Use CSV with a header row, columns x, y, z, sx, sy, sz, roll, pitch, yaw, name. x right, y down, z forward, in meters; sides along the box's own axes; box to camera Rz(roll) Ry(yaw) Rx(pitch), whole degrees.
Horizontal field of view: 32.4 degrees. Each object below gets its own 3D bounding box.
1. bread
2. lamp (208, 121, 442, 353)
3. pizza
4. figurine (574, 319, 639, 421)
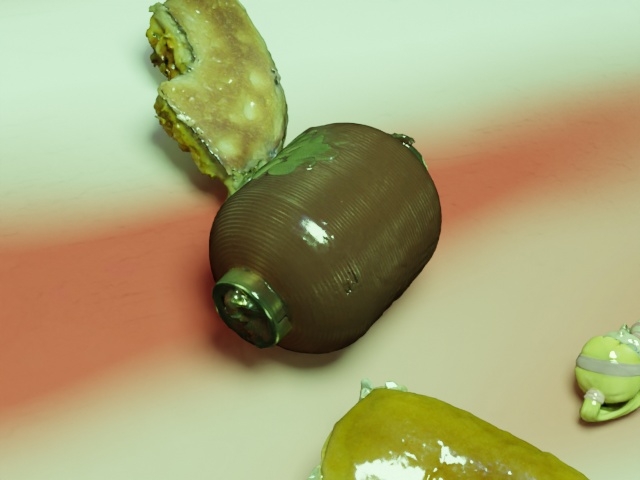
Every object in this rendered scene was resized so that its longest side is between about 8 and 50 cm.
x,y,z,sx,sy,sz,roll,pitch,yaw,name
0.113,0.216,0.883,0.241,0.107,0.136,25,54,8,bread
0.000,0.000,0.996,0.180,0.180,0.258,35,55,16,lamp
-0.113,-0.160,1.148,0.161,0.085,0.305,14,49,-30,pizza
0.304,0.111,1.042,0.187,0.083,0.083,-22,59,-42,figurine
